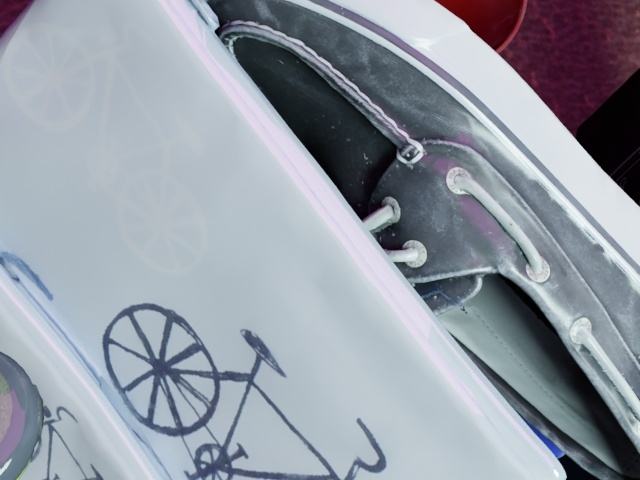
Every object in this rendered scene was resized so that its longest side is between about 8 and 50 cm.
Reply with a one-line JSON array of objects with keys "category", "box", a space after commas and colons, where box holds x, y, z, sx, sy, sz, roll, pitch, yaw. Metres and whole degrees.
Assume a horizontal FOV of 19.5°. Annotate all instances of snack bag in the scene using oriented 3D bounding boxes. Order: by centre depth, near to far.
[{"category": "snack bag", "box": [-0.095, 0.078, 0.834, 0.323, 0.342, 0.037, 53, 30, 7]}]

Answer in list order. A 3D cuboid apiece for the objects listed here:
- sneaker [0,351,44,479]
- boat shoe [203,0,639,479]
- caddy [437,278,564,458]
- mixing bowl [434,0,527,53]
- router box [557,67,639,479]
[{"category": "sneaker", "box": [-0.249, 0.074, 0.736, 0.300, 0.121, 0.111, -1, 64, -28]}, {"category": "boat shoe", "box": [0.053, -0.006, 0.812, 0.301, 0.108, 0.102, 43, 62, -13]}, {"category": "caddy", "box": [0.000, 0.000, 0.974, 0.341, 0.241, 0.179, 25, 62, -14]}, {"category": "mixing bowl", "box": [0.027, -0.159, 1.158, 0.181, 0.098, 0.181, 12, 60, -22]}, {"category": "router box", "box": [0.222, 0.007, 1.024, 0.081, 0.243, 0.309, 22, 54, -15]}]
